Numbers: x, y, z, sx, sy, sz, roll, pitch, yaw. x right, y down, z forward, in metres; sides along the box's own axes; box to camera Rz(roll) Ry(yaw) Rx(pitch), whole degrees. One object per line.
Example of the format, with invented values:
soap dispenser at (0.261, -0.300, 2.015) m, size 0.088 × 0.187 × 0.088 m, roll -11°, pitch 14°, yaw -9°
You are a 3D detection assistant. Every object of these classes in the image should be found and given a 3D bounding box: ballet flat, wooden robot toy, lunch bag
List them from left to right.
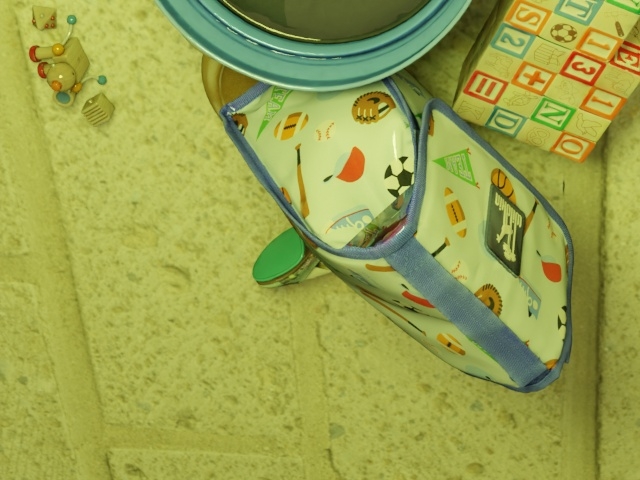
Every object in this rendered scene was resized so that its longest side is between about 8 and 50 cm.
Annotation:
wooden robot toy at (-0.319, -0.201, 2.163) m, size 0.076 × 0.079 × 0.173 m, roll -10°, pitch 127°, yaw 19°
ballet flat at (0.000, 0.000, 2.283) m, size 0.079 × 0.077 × 0.221 m, roll 18°, pitch 134°, yaw -31°
lunch bag at (0.107, -0.027, 1.973) m, size 0.239 × 0.385 × 0.328 m, roll -42°, pitch 128°, yaw 9°

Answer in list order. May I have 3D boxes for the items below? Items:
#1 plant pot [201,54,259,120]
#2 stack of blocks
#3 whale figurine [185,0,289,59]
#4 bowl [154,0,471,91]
plant pot at (-0.032, -0.188, 2.149) m, size 0.236 × 0.032 × 0.236 m, roll 5°, pitch 131°, yaw 6°
stack of blocks at (0.281, -0.230, 1.974) m, size 0.171 × 0.087 × 0.297 m, roll 20°, pitch 143°, yaw -5°
whale figurine at (-0.098, -0.336, 1.991) m, size 0.216 × 0.141 × 0.272 m, roll -19°, pitch 100°, yaw 31°
bowl at (-0.010, -0.350, 1.822) m, size 0.391 × 0.077 × 0.391 m, roll 5°, pitch 116°, yaw 11°
